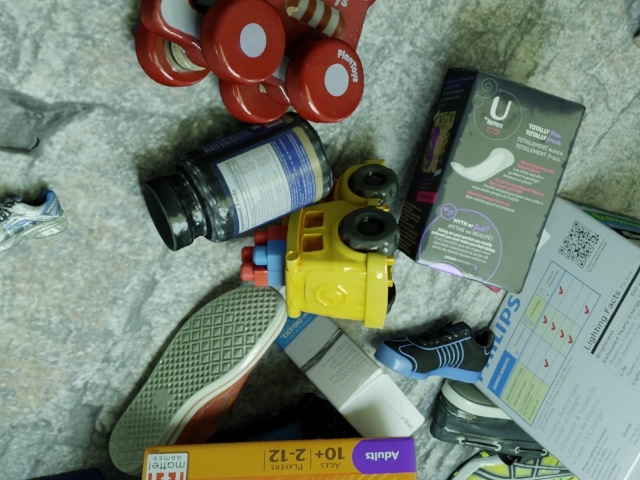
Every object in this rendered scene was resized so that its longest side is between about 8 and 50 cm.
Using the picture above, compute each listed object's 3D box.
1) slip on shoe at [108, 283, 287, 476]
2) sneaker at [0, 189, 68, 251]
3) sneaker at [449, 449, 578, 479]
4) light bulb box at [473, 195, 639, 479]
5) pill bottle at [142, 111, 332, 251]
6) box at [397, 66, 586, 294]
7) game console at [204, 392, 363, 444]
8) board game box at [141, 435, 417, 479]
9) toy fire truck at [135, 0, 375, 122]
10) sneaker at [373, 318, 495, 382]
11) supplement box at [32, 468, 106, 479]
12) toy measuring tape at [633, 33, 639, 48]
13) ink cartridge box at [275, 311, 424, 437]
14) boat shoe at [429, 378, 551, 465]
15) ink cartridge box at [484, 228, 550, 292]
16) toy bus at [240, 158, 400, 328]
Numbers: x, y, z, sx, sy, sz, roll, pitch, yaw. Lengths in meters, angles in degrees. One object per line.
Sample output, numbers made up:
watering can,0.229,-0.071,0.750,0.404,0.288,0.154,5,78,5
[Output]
slip on shoe,-0.159,0.194,1.597,0.331,0.123,0.101,-51,144,9
sneaker,-0.371,-0.026,1.373,0.135,0.052,0.058,-22,117,-29
sneaker,0.374,0.442,2.057,0.385,0.147,0.145,-26,130,-16
light bulb box,0.479,0.173,1.821,0.225,0.361,0.357,12,110,-39
pill bottle,-0.106,-0.071,1.460,0.219,0.123,0.122,-24,127,-18
box,0.225,-0.085,1.587,0.165,0.143,0.270,17,97,-12
game console,-0.015,0.402,1.778,0.173,0.250,0.293,-42,138,-41
board game box,-0.036,0.497,1.544,0.356,0.356,0.356,-4,148,5
toy fire truck,-0.064,-0.283,1.356,0.302,0.169,0.253,21,80,-40
sneaker,0.182,0.166,1.819,0.232,0.081,0.090,10,108,-44
supplement box,-0.378,0.528,1.596,0.195,0.194,0.356,-6,120,-30
toy measuring tape,0.453,-0.393,1.636,0.121,0.121,0.330,-40,160,-6
ink cartridge box,0.038,0.195,1.657,0.086,0.203,0.148,-43,131,-4
boat shoe,0.324,0.329,1.972,0.340,0.127,0.113,17,108,-37
ink cartridge box,0.249,-0.021,1.749,0.127,0.072,0.175,-47,132,1
toy bus,0.000,0.000,1.551,0.212,0.220,0.149,1,135,3
